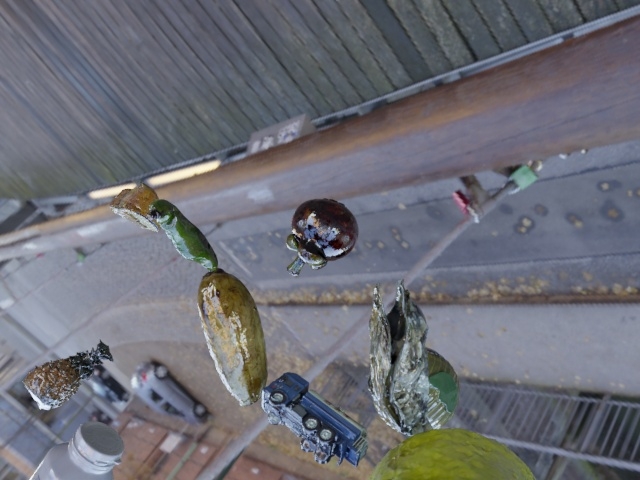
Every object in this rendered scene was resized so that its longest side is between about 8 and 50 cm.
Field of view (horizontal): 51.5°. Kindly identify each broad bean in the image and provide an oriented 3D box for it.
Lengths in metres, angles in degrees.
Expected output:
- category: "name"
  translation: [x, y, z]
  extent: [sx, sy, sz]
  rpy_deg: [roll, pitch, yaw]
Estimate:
- category: "broad bean"
  translation: [-0.237, -0.013, 1.129]
  extent: [0.046, 0.061, 0.195]
  rpy_deg: [-17, 145, 16]

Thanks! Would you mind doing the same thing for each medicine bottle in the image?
- category: "medicine bottle"
  translation: [-0.457, 0.444, 1.223]
  extent: [0.135, 0.215, 0.135]
  rpy_deg: [35, -171, -7]

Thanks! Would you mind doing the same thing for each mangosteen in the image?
- category: "mangosteen"
  translation: [0.004, -0.011, 1.558]
  extent: [0.172, 0.184, 0.172]
  rpy_deg: [16, 149, 10]

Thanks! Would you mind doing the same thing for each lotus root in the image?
- category: "lotus root"
  translation: [-0.157, 0.176, 1.232]
  extent: [0.097, 0.110, 0.259]
  rpy_deg: [-14, 94, 64]

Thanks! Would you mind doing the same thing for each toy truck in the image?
- category: "toy truck"
  translation: [-0.008, 0.308, 1.145]
  extent: [0.201, 0.088, 0.074]
  rpy_deg: [31, 139, 26]

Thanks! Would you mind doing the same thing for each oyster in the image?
- category: "oyster"
  translation: [0.166, 0.260, 1.398]
  extent: [0.158, 0.351, 0.162]
  rpy_deg: [-15, 171, 16]

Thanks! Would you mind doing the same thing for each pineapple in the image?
- category: "pineapple"
  translation: [-0.572, 0.299, 1.524]
  extent: [0.108, 0.197, 0.108]
  rpy_deg: [42, 152, 28]

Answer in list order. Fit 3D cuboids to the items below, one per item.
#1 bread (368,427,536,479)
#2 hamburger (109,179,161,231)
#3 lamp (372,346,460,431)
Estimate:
- category: "bread"
  translation: [0.223, 0.509, 1.115]
  extent: [0.348, 0.348, 0.308]
  rpy_deg: [33, -179, 11]
- category: "hamburger"
  translation: [-0.424, -0.088, 1.600]
  extent: [0.087, 0.102, 0.176]
  rpy_deg: [20, 169, 23]
- category: "lamp"
  translation: [0.245, 0.399, 1.835]
  extent: [0.284, 0.250, 0.250]
  rpy_deg: [48, 151, -15]
